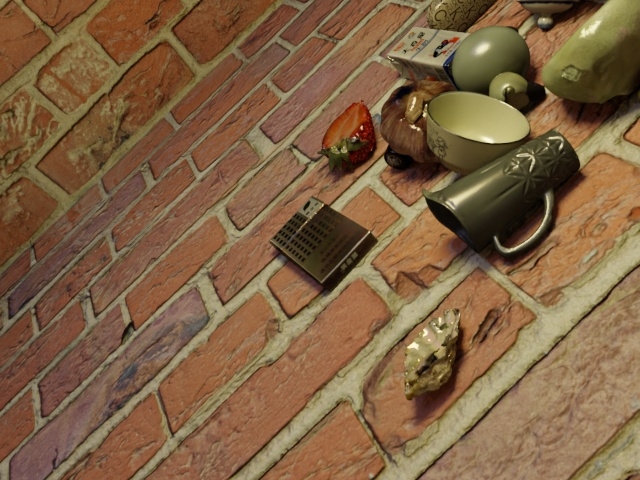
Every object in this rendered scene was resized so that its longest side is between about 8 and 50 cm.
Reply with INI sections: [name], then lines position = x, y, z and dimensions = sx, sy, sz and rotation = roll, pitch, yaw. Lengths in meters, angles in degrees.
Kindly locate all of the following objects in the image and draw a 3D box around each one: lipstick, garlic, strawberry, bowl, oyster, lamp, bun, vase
[lipstick]
position = 0.252, -0.321, 2.025
dimensions = 0.081, 0.081, 0.300
rotation = -5, 51, 44
[garlic]
position = 0.261, -0.312, 1.878
dimensions = 0.245, 0.160, 0.245
rotation = -6, 53, 8
[strawberry]
position = 0.085, -0.298, 2.168
dimensions = 0.174, 0.098, 0.228
rotation = -26, 33, 23
[bowl]
position = 0.346, -0.231, 1.716
dimensions = 0.237, 0.126, 0.238
rotation = 6, 36, -4
[oyster]
position = 0.229, 0.216, 1.471
dimensions = 0.133, 0.072, 0.209
rotation = -34, 14, 26
[lamp]
position = 0.434, -0.416, 1.863
dimensions = 0.197, 0.198, 0.244
rotation = -32, 56, 17
[bun]
position = 0.622, -0.399, 1.624
dimensions = 0.283, 0.179, 0.283
rotation = -45, -3, -3
[vase]
position = 0.397, -0.099, 1.581
dimensions = 0.301, 0.156, 0.251
rotation = -35, 61, 3

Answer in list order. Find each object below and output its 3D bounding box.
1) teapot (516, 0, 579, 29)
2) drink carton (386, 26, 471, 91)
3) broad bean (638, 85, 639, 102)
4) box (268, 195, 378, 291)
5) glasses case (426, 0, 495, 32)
[teapot]
position = 0.596, -0.689, 1.949
dimensions = 0.252, 0.280, 0.424
rotation = 1, 16, -5
[drink carton]
position = 0.329, -0.518, 2.144
dimensions = 0.130, 0.106, 0.315
rotation = -46, 31, -6
[broad bean]
position = 0.689, -0.272, 1.518
dimensions = 0.077, 0.061, 0.339
rotation = -19, 41, 25
[box]
position = -0.001, 0.001, 1.969
dimensions = 0.180, 0.047, 0.325
rotation = -47, 34, -5
[glasses case]
position = 0.456, -0.742, 2.224
dimensions = 0.355, 0.137, 0.085
rotation = -45, 40, -1
